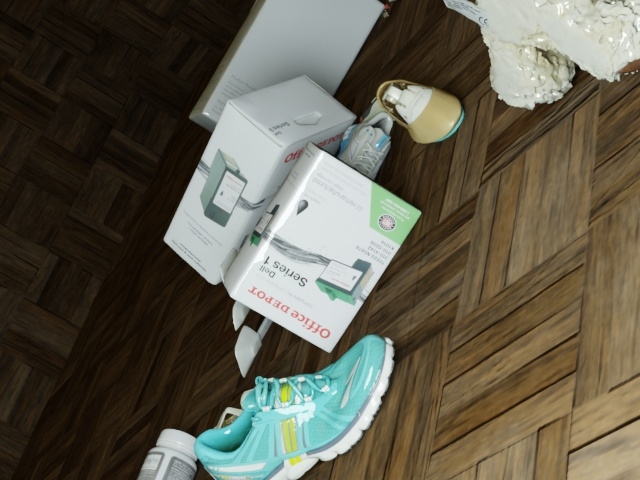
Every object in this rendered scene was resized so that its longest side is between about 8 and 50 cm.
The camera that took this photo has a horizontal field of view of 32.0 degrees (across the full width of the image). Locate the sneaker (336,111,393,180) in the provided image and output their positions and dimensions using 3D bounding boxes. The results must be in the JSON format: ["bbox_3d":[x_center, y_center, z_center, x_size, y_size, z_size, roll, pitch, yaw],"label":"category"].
[{"bbox_3d":[0.064,-0.125,1.650,0.083,0.071,0.191,-36,27,41],"label":"sneaker"}]

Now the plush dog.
[{"bbox_3d":[0.272,-0.281,1.137,0.225,0.211,0.262,-39,9,-20],"label":"plush dog"}]

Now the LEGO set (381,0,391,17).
[{"bbox_3d":[0.142,-0.460,2.119,0.054,0.023,0.083,-85,17,-61],"label":"LEGO set"}]

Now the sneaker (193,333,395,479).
[{"bbox_3d":[-0.029,0.194,1.244,0.275,0.110,0.107,-40,22,21],"label":"sneaker"}]

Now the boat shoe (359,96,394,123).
[{"bbox_3d":[0.100,-0.204,1.723,0.137,0.049,0.043,-45,18,54],"label":"boat shoe"}]

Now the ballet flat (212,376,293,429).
[{"bbox_3d":[-0.097,0.234,1.501,0.168,0.052,0.057,-49,18,29],"label":"ballet flat"}]

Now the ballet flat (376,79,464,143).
[{"bbox_3d":[0.128,-0.184,1.549,0.080,0.073,0.232,-59,16,2],"label":"ballet flat"}]

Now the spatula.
[{"bbox_3d":[-0.099,0.077,1.605,0.019,0.168,0.242,-11,15,13],"label":"spatula"}]

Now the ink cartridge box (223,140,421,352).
[{"bbox_3d":[-0.001,0.010,1.427,0.219,0.160,0.092,-58,16,6],"label":"ink cartridge box"}]

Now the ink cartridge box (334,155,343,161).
[{"bbox_3d":[0.000,0.000,1.533,0.209,0.109,0.062,-52,17,22],"label":"ink cartridge box"}]

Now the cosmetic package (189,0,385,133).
[{"bbox_3d":[-0.068,-0.353,2.200,0.385,0.217,0.156,-59,16,-8],"label":"cosmetic package"}]

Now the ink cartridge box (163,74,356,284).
[{"bbox_3d":[-0.095,-0.099,1.752,0.211,0.121,0.289,-29,-25,-52],"label":"ink cartridge box"}]

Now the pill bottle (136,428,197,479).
[{"bbox_3d":[-0.228,0.351,1.635,0.078,0.078,0.137,-36,27,54],"label":"pill bottle"}]
